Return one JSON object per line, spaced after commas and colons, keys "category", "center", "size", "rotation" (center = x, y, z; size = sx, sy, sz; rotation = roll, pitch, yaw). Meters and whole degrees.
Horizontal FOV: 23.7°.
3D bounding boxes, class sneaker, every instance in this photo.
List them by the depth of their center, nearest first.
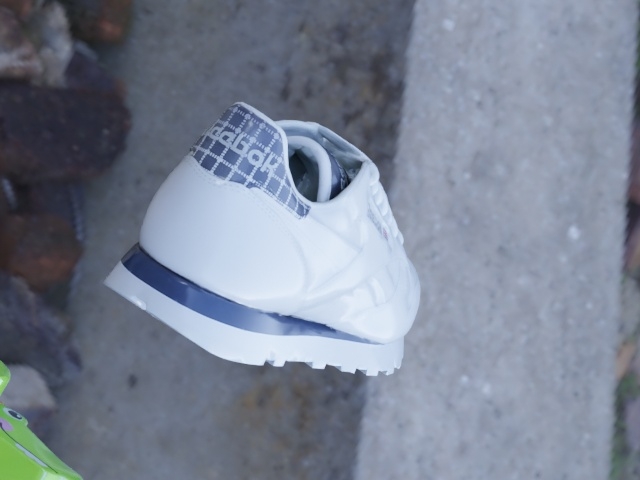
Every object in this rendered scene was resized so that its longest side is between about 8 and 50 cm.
{"category": "sneaker", "center": [0.000, 0.000, 0.674], "size": [0.095, 0.090, 0.235], "rotation": [-66, 161, 6]}

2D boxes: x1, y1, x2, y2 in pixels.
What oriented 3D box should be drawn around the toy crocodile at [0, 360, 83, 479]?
{"category": "toy crocodile", "center": [-0.296, 0.089, 0.989], "size": [0.115, 0.340, 0.105], "rotation": [-63, 162, 4]}
